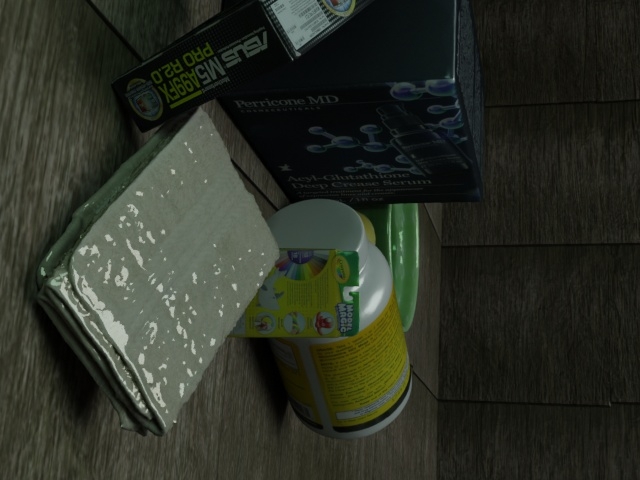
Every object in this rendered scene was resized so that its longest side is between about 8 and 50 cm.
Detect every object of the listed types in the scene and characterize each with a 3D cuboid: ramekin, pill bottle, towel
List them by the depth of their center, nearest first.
[{"bbox_3d":[-0.136,0.022,0.913,0.187,0.049,0.282,63,35,-25],"label":"towel"},{"bbox_3d":[0.016,0.109,1.387,0.334,0.187,0.188,76,19,-45],"label":"pill bottle"},{"bbox_3d":[0.072,0.003,1.700,0.303,0.148,0.304,-1,90,-76],"label":"ramekin"}]

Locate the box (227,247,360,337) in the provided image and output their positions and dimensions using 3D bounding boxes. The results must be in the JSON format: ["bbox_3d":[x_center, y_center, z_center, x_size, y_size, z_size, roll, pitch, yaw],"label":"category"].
[{"bbox_3d":[-0.040,0.061,1.179,0.043,0.179,0.105,6,84,-76],"label":"box"}]

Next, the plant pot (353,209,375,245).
[{"bbox_3d":[0.000,0.000,1.495,0.095,0.134,0.134,30,57,-45],"label":"plant pot"}]

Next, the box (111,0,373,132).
[{"bbox_3d":[-0.040,-0.215,0.962,0.270,0.216,0.060,-46,110,-44],"label":"box"}]

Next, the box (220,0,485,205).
[{"bbox_3d":[0.064,-0.211,1.379,0.395,0.293,0.212,54,37,-66],"label":"box"}]
